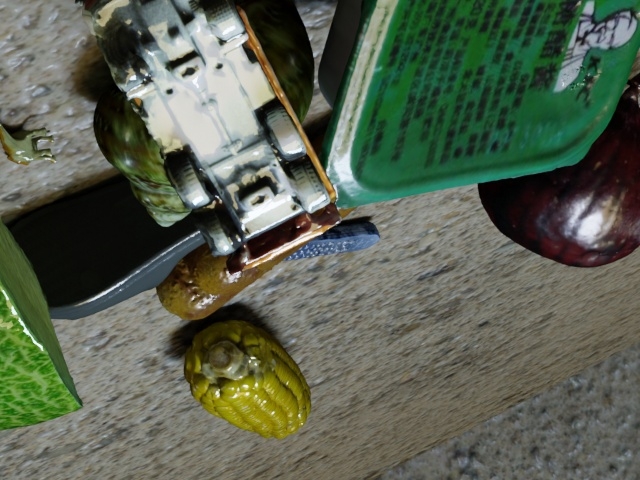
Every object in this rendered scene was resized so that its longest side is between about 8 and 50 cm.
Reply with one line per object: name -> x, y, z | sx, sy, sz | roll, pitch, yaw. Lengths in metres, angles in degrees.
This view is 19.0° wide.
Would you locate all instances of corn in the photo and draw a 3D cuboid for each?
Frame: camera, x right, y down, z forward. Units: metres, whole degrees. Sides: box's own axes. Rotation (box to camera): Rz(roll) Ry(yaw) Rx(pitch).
corn -> -0.085, 0.174, 2.335 | 0.120, 0.120, 0.363 | -26, 163, 1

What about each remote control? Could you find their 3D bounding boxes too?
remote control -> 0.000, 0.002, 2.111 | 0.153, 0.027, 0.043 | -9, 162, -38

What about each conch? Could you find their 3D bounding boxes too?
conch -> -0.088, -0.099, 1.544 | 0.187, 0.124, 0.181 | -18, 166, -48

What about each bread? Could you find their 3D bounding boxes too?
bread -> -0.030, -0.034, 1.875 | 0.344, 0.084, 0.124 | -36, -178, 27

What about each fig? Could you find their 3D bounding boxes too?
fig -> 0.288, -0.090, 2.010 | 0.204, 0.186, 0.249 | 4, 142, -24

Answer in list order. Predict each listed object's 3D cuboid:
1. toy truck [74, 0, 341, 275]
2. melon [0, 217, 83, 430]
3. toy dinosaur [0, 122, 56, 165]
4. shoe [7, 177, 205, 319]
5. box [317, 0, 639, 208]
toy truck -> -0.076, -0.100, 1.381 | 0.114, 0.135, 0.270 | -27, 122, 1
melon -> -0.335, -0.007, 1.407 | 0.226, 0.331, 0.343 | -60, 161, -15
toy dinosaur -> -0.237, -0.078, 1.548 | 0.041, 0.026, 0.113 | -6, 170, -4
shoe -> -0.177, 0.005, 1.741 | 0.241, 0.108, 0.093 | -27, 157, -8
box -> 0.125, -0.177, 1.569 | 0.337, 0.106, 0.264 | -11, 132, -40
